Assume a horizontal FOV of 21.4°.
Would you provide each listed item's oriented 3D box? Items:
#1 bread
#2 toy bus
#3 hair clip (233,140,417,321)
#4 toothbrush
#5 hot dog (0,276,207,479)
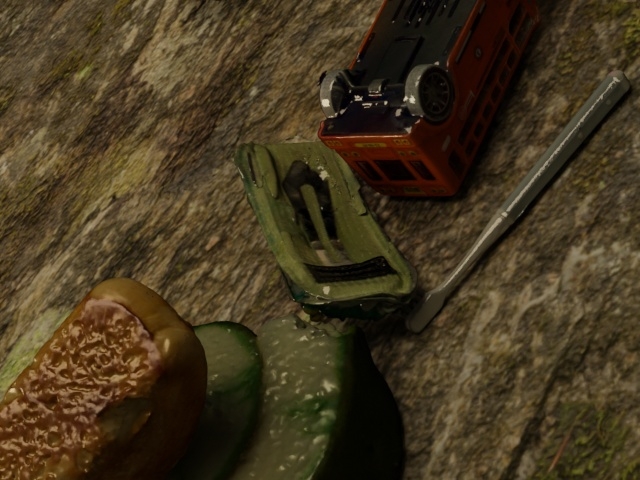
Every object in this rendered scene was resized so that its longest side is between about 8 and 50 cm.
[{"bbox_3d":[-0.102,0.211,1.615,0.382,0.129,0.366,-41,38,0],"label":"bread"},{"bbox_3d":[0.134,-0.211,1.807,0.143,0.153,0.329,1,55,42],"label":"toy bus"},{"bbox_3d":[0.000,0.002,1.762,0.138,0.091,0.321,-2,33,-16],"label":"hair clip"},{"bbox_3d":[0.196,-0.040,1.693,0.342,0.025,0.030,-48,33,-8],"label":"toothbrush"},{"bbox_3d":[-0.203,0.161,1.517,0.150,0.153,0.257,40,92,20],"label":"hot dog"}]
